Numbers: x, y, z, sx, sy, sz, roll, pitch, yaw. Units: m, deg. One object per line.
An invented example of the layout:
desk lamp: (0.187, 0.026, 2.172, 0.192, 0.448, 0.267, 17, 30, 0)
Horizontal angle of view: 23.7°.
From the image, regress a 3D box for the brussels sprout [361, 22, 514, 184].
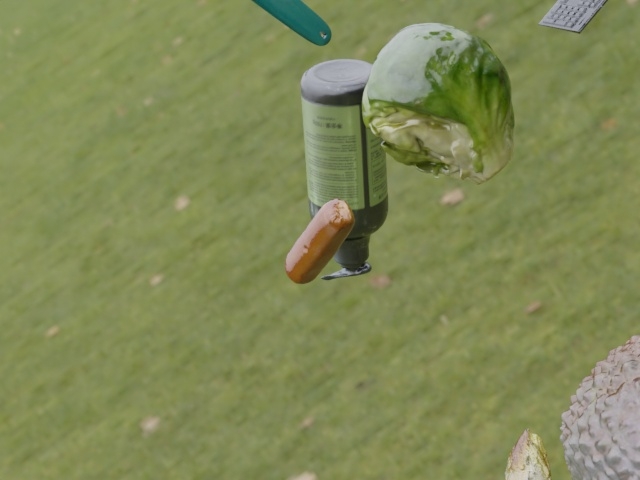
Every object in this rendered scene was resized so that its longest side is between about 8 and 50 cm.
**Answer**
brussels sprout: (0.135, -0.152, 1.628, 0.131, 0.183, 0.145, -17, 48, 59)

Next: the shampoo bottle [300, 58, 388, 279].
shampoo bottle: (0.033, -0.080, 1.903, 0.101, 0.284, 0.101, -3, 29, 2)

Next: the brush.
brush: (-0.061, -0.326, 2.083, 0.043, 0.193, 0.032, -59, 32, -5)

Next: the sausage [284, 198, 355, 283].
sausage: (0.000, 0.000, 1.677, 0.041, 0.039, 0.131, -10, -29, -32)

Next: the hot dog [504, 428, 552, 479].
hot dog: (0.243, 0.308, 1.788, 0.078, 0.061, 0.169, 147, 144, -68)

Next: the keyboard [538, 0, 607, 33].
keyboard: (0.334, -0.313, 1.790, 0.063, 0.010, 0.198, 21, 61, 41)

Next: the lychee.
lychee: (0.270, 0.144, 1.147, 0.197, 0.165, 0.165, -33, 14, 38)
